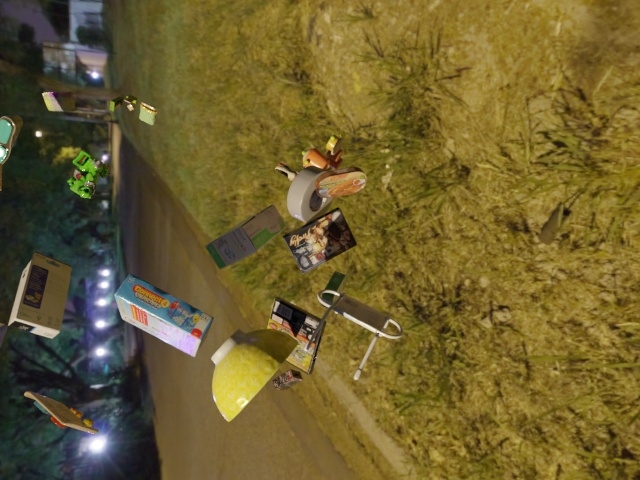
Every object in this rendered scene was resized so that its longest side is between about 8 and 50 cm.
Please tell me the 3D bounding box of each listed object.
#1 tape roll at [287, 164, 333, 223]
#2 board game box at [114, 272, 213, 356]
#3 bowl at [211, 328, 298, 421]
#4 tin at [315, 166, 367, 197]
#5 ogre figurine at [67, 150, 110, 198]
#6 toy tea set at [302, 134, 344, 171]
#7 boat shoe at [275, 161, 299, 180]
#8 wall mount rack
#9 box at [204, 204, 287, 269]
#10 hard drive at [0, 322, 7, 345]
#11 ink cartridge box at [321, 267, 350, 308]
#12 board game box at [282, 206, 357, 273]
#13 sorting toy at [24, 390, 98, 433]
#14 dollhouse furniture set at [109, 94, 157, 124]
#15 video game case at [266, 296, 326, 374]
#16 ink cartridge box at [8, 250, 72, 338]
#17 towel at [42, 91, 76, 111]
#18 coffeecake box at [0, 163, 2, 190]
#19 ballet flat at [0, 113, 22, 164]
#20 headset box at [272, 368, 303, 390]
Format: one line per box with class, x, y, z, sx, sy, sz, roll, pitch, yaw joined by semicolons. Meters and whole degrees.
tape roll;-0.033;-0.177;1.760;0.072;0.219;0.219;27;119;29
board game box;-0.531;0.265;1.547;0.086;0.302;0.308;-63;6;-29
bowl;-0.213;0.343;1.283;0.156;0.289;0.289;43;145;4
tin;0.073;-0.208;1.617;0.106;0.189;0.040;95;160;-54
ogre figurine;-0.698;-0.197;1.353;0.118;0.097;0.197;-63;21;-1
toy tea set;0.009;-0.376;2.052;0.200;0.124;0.336;-53;-8;-4
boat shoe;-0.129;-0.279;1.926;0.137;0.043;0.049;39;148;7
wall mount rack;0.112;0.331;1.673;0.350;0.304;0.130;25;120;16
box;-0.308;-0.020;1.902;0.231;0.262;0.127;-24;101;32
hard drive;-0.907;0.342;1.116;0.318;0.040;0.210;-155;87;-79
ink cartridge box;0.076;0.226;2.237;0.109;0.062;0.209;92;-156;-49
board game box;0.000;0.000;1.750;0.165;0.243;0.042;63;177;-18
sorting toy;-0.944;0.662;1.694;0.041;0.229;0.307;-57;-20;-25
dollhouse furniture set;-0.679;-0.474;1.650;0.058;0.151;0.076;-72;9;-51
video game case;-0.119;0.412;1.981;0.275;0.035;0.248;22;103;31
ink cartridge box;-1.090;0.209;1.779;0.065;0.165;0.333;-35;45;21
towel;-0.771;-0.411;1.341;0.009;0.083;0.060;-97;6;-51
coffeecake box;-0.871;-0.163;1.068;0.185;0.142;0.068;11;99;33
ballet flat;-1.040;-0.327;1.495;0.213;0.072;0.068;-45;16;25
headset box;-0.102;0.447;1.458;0.083;0.062;0.032;-34;55;13
